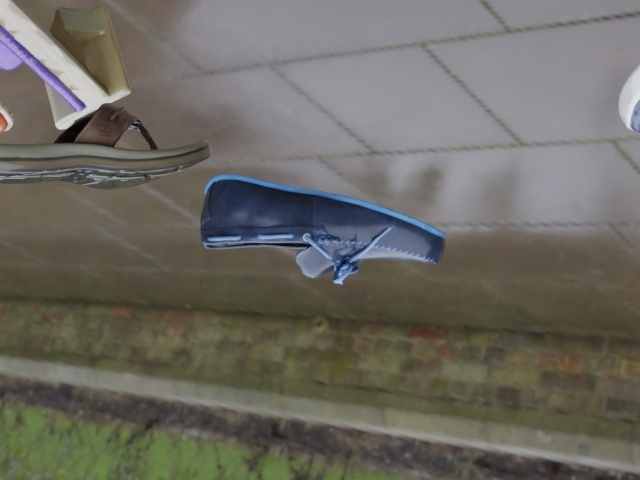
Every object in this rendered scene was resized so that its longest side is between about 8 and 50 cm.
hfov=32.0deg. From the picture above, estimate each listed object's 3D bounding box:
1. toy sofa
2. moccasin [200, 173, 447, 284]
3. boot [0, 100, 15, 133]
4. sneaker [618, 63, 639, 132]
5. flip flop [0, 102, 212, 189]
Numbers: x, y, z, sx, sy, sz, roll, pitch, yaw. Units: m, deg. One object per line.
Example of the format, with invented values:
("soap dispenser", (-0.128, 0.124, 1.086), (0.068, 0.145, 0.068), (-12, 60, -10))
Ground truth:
("toy sofa", (-0.398, -0.276, 1.371), (0.177, 0.150, 0.362), (-24, 156, 8))
("moccasin", (0.000, 0.000, 1.513), (0.342, 0.116, 0.138), (11, 171, 22))
("boot", (-0.428, -0.127, 1.325), (0.158, 0.084, 0.059), (-7, 132, 41))
("sneaker", (0.433, -0.168, 1.086), (0.148, 0.131, 0.350), (59, 150, 10))
("flip flop", (-0.230, -0.097, 1.104), (0.277, 0.080, 0.112), (-2, 173, -35))
